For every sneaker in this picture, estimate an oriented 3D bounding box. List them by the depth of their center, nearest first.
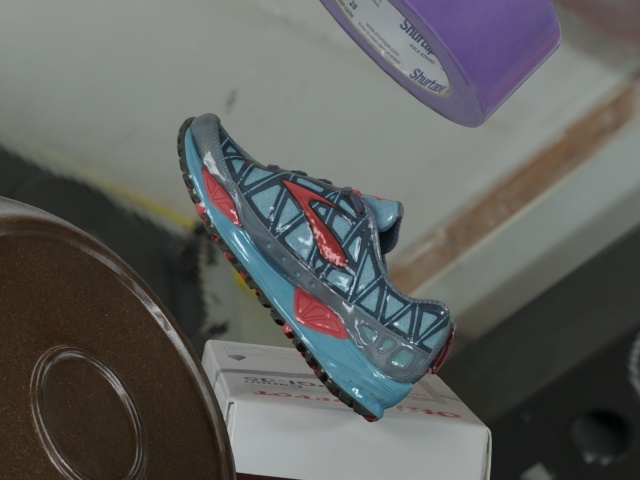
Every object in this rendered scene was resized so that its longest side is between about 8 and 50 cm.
[{"bbox_3d":[0.000,0.000,1.363,0.262,0.125,0.104,52,-2,9],"label":"sneaker"}]

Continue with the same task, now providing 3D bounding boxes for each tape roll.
[{"bbox_3d":[0.071,-0.171,1.281,0.189,0.080,0.189,44,-7,7],"label":"tape roll"}]

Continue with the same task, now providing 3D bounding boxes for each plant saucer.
[{"bbox_3d":[-0.139,0.105,1.009,0.310,0.050,0.310,40,35,-35],"label":"plant saucer"}]

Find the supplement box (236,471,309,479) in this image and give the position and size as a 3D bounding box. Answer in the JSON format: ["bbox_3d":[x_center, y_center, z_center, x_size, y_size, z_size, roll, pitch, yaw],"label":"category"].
[{"bbox_3d":[-0.051,0.259,1.191,0.194,0.129,0.191,12,56,-36],"label":"supplement box"}]

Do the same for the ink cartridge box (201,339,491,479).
[{"bbox_3d":[0.008,0.166,1.496,0.207,0.117,0.283,7,5,-8],"label":"ink cartridge box"}]
